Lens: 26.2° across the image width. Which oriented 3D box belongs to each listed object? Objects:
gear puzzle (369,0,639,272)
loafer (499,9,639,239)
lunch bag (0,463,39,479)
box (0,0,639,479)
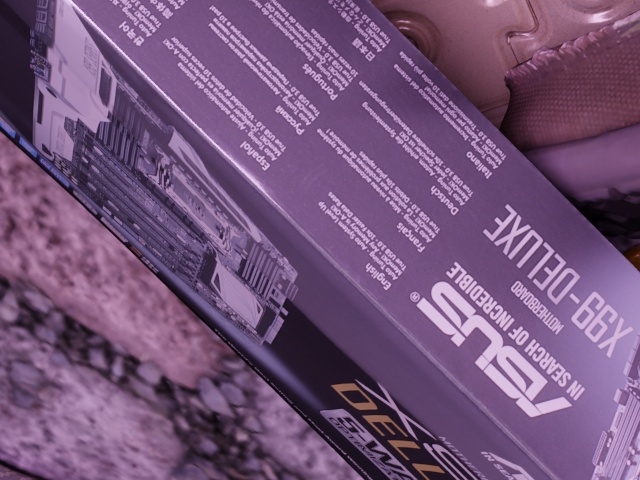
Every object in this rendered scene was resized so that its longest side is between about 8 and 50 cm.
[{"bbox_3d":[0.095,-0.065,0.575,0.175,0.044,0.339,-17,121,20],"label":"gear puzzle"},{"bbox_3d":[0.216,-0.105,0.451,0.366,0.134,0.130,-24,70,25],"label":"loafer"},{"bbox_3d":[-0.173,0.307,0.884,0.235,0.169,0.287,20,126,7],"label":"lunch bag"},{"bbox_3d":[0.000,0.000,0.538,0.307,0.076,0.242,45,165,-6],"label":"box"}]
